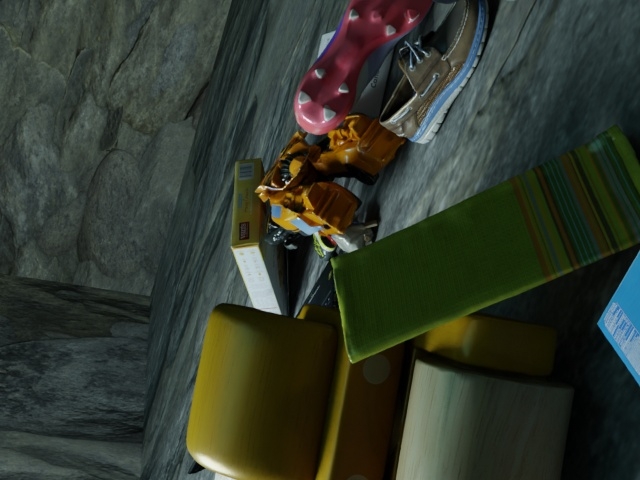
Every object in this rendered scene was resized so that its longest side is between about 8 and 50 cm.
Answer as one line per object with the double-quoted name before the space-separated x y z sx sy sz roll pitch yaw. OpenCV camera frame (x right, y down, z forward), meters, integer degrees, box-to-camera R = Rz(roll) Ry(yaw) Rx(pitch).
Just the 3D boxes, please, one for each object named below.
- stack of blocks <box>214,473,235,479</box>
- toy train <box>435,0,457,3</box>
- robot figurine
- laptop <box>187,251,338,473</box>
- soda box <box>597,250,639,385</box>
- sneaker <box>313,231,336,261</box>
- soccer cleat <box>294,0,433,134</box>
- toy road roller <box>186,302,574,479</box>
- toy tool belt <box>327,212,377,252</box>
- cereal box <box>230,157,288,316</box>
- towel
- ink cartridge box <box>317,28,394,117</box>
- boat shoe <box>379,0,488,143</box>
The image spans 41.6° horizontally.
"stack of blocks" -0.032 0.281 0.926 0.297 0.171 0.087 -172 92 -74
"toy train" 0.176 -0.354 0.703 0.334 0.142 0.190 126 159 -55
"robot figurine" -0.002 -0.088 1.117 0.211 0.085 0.291 -56 18 -9
"laptop" -0.077 0.170 1.165 0.234 0.136 0.264 120 159 -48
"soda box" 0.227 -0.013 0.422 0.067 0.071 0.210 -104 29 -56
"sneaker" 0.000 0.000 1.228 0.083 0.031 0.035 -109 33 -58
"soccer cleat" 0.051 -0.234 1.014 0.248 0.083 0.095 -55 1 -4
"toy road roller" 0.026 0.145 0.695 0.329 0.240 0.203 -178 98 -73
"toy tool belt" 0.043 -0.012 1.087 0.051 0.052 0.083 -44 19 -8
"cereal box" -0.091 0.014 1.322 0.240 0.047 0.173 76 -171 -52
"towel" 0.117 0.003 0.600 0.237 0.021 0.102 -25 40 15
"ink cartridge box" 0.045 -0.229 1.157 0.198 0.067 0.115 -146 67 -74
"boat shoe" 0.117 -0.183 0.892 0.066 0.066 0.183 -101 27 -50
